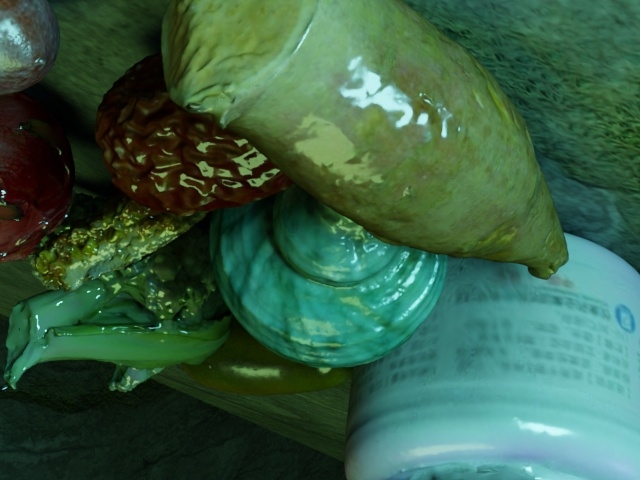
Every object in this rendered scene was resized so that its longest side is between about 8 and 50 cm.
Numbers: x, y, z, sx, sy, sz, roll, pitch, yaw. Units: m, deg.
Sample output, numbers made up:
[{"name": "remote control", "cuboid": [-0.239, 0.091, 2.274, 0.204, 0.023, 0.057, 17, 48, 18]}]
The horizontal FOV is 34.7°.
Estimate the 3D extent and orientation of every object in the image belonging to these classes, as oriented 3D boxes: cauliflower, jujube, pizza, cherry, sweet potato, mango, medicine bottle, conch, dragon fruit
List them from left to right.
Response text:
[{"name": "cherry", "cuboid": [-0.271, -0.162, 0.717, 0.225, 0.090, 0.107, 22, 178, 25]}, {"name": "dragon fruit", "cuboid": [-0.309, -0.060, 0.942, 0.172, 0.172, 0.209, 20, 153, -2]}, {"name": "cauliflower", "cuboid": [-0.234, 0.069, 1.108, 0.315, 0.239, 0.256, -24, -167, -38]}, {"name": "pizza", "cuboid": [-0.183, -0.021, 0.969, 0.246, 0.127, 0.058, -22, 114, 37]}, {"name": "jujube", "cuboid": [-0.074, -0.078, 0.703, 0.176, 0.109, 0.112, -8, 145, 37]}, {"name": "mango", "cuboid": [-0.069, 0.154, 1.426, 0.289, 0.129, 0.146, 6, 150, 29]}, {"name": "conch", "cuboid": [0.000, 0.000, 0.761, 0.202, 0.134, 0.196, -36, 83, 47]}, {"name": "sweet potato", "cuboid": [0.062, -0.054, 0.601, 0.336, 0.131, 0.131, 30, 161, -35]}, {"name": "medicine bottle", "cuboid": [0.145, 0.178, 0.811, 0.256, 0.325, 0.256, 5, 146, 3]}]

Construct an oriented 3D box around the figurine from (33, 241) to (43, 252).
[{"name": "figurine", "cuboid": [-0.338, -0.008, 1.335, 0.075, 0.068, 0.140, 24, 170, -26]}]
